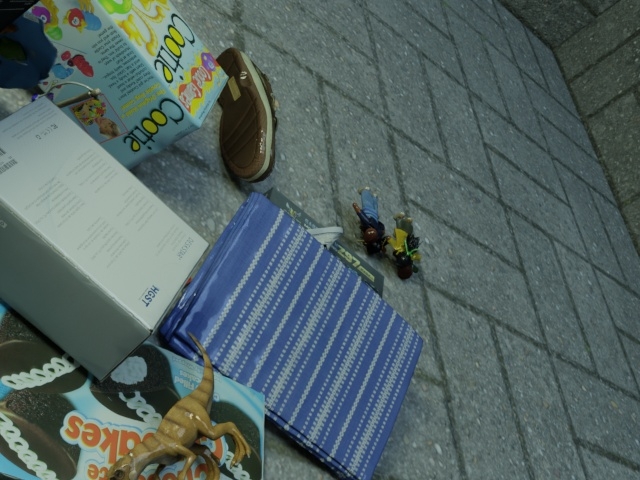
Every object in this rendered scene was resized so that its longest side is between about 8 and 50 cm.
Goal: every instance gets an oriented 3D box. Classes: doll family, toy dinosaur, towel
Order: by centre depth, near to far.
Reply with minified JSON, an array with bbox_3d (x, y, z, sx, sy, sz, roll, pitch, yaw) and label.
[{"bbox_3d":[-0.120,0.172,0.782,0.112,0.064,0.211,48,32,-8],"label":"toy dinosaur"},{"bbox_3d":[-0.020,0.125,1.031,0.336,0.040,0.243,42,55,-21],"label":"towel"},{"bbox_3d":[0.111,-0.006,1.367,0.193,0.076,0.111,30,43,-26],"label":"doll family"}]

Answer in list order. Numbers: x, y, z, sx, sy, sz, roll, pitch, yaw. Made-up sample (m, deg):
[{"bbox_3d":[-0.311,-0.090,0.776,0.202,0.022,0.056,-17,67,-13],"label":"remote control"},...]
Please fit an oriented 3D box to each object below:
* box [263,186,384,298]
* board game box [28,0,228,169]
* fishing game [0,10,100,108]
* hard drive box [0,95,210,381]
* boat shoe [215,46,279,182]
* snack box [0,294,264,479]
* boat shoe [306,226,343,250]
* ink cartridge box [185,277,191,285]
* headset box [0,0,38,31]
[{"bbox_3d":[-0.013,0.058,1.149,0.232,0.059,0.183,39,35,-22],"label":"box"},{"bbox_3d":[-0.263,-0.245,0.990,0.275,0.144,0.142,52,30,-25],"label":"board game box"},{"bbox_3d":[-0.362,-0.214,0.843,0.264,0.189,0.041,44,53,-38],"label":"fishing game"},{"bbox_3d":[-0.241,-0.009,0.790,0.232,0.089,0.181,43,26,-10],"label":"hard drive box"},{"bbox_3d":[-0.096,-0.186,1.243,0.095,0.095,0.258,29,39,-44],"label":"boat shoe"},{"bbox_3d":[-0.193,0.185,0.793,0.322,0.060,0.187,31,39,-32],"label":"snack box"},{"bbox_3d":[0.000,0.000,1.140,0.100,0.035,0.035,-7,90,-59],"label":"boat shoe"},{"bbox_3d":[-0.223,0.023,0.925,0.145,0.045,0.179,51,34,-5],"label":"ink cartridge box"},{"bbox_3d":[-0.376,-0.194,0.641,0.131,0.283,0.246,56,16,-8],"label":"headset box"}]
